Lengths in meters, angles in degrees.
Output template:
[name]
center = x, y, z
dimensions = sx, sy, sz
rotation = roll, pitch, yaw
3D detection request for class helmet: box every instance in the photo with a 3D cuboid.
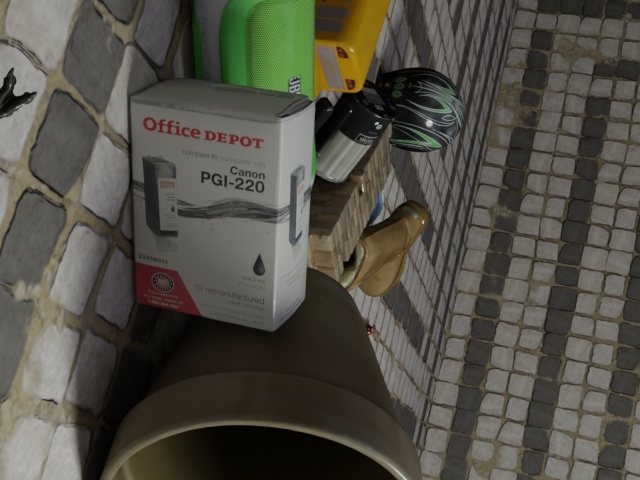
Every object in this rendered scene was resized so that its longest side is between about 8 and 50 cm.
[helmet]
center = 0.190, -0.247, 1.728
dimensions = 0.169, 0.161, 0.169
rotation = 10, 90, -74

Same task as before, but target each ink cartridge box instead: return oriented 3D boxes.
[ink cartridge box]
center = -0.095, -0.037, 0.889
dimensions = 0.092, 0.158, 0.218
rotation = -44, 141, -63

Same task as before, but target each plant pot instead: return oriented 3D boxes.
[plant pot]
center = -0.054, 0.184, 0.995
dimensions = 0.280, 0.323, 0.323
rotation = -88, 175, -48

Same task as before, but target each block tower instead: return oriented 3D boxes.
[block tower]
center = 0.026, -0.067, 1.400
dimensions = 0.335, 0.091, 0.097
rotation = -62, 152, -46

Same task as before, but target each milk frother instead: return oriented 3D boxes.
[milk frother]
center = 0.018, -0.185, 1.319
dimensions = 0.135, 0.129, 0.143
rotation = -50, -144, 33

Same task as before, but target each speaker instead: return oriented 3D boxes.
[speaker]
center = -0.066, -0.177, 0.966
dimensions = 0.131, 0.131, 0.296
rotation = -56, 152, -54

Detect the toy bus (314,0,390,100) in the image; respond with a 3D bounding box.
[toy bus]
center = 0.012, -0.297, 1.145
dimensions = 0.108, 0.130, 0.332
rotation = 69, 34, -61

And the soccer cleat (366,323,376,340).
[soccer cleat]
center = 0.102, 0.203, 1.953
dimensions = 0.083, 0.029, 0.035
rotation = -27, 121, -76

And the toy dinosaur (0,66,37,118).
[toy dinosaur]
center = -0.240, -0.095, 0.547
dimensions = 0.268, 0.064, 0.118
rotation = 87, 27, -44

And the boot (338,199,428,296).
[boot]
center = 0.077, 0.045, 1.662
dimensions = 0.269, 0.089, 0.236
rotation = -32, 151, -55

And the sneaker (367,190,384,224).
[sneaker]
center = 0.074, -0.107, 1.641
dimensions = 0.073, 0.063, 0.162
rotation = -8, 105, -53
